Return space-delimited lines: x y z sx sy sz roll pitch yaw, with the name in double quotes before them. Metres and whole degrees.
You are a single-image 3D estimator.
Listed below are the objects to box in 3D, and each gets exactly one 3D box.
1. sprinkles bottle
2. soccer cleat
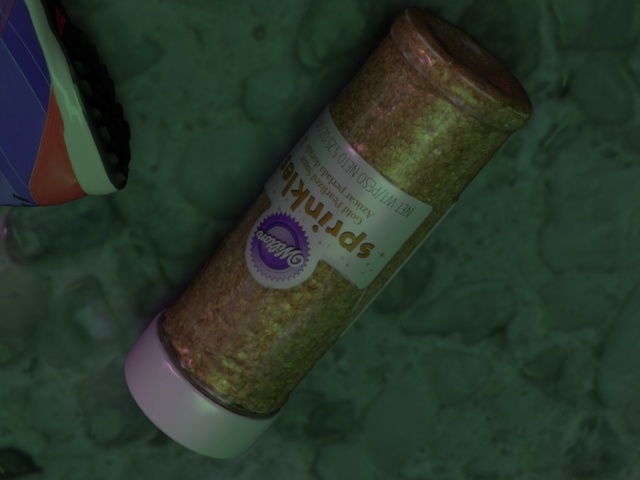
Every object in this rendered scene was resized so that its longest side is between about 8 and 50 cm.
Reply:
"sprinkles bottle" 0.000 0.000 1.128 0.121 0.121 0.355 31 112 -22
"soccer cleat" -0.227 -0.156 1.022 0.116 0.108 0.318 -14 123 7
